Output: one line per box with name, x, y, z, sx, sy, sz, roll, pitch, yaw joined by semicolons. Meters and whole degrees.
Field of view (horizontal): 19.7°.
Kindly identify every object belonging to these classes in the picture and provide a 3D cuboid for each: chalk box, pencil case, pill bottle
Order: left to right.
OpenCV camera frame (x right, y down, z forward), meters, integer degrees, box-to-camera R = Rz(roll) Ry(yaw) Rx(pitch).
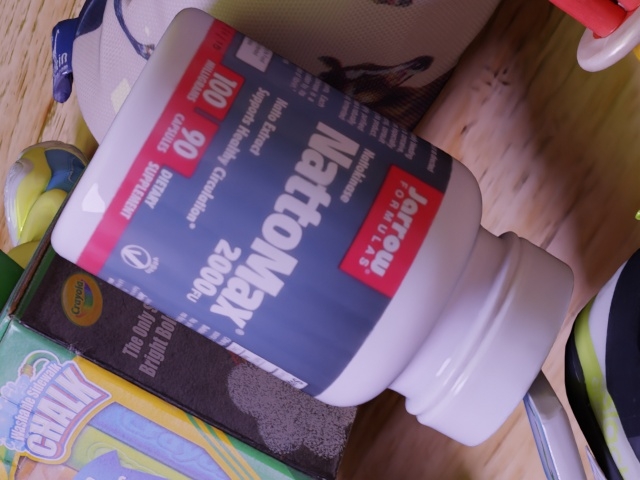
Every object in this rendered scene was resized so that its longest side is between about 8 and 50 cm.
chalk box;-0.099;0.064;0.869;0.132;0.213;0.132;-56;8;37
pill bottle;0.000;0.000;0.700;0.108;0.180;0.108;-59;7;11
pencil case;0.021;-0.182;0.727;0.183;0.160;0.410;58;140;25

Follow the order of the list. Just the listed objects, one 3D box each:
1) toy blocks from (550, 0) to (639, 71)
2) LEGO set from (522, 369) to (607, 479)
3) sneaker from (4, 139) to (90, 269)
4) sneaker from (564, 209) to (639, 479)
toy blocks;0.110;-0.104;0.614;0.123;0.148;0.054;-32;25;55
LEGO set;0.096;0.159;0.621;0.244;0.060;0.182;-101;-6;-79
sneaker;-0.118;0.008;1.064;0.240;0.126;0.091;-96;-6;-58
sneaker;0.157;0.082;0.624;0.235;0.084;0.097;58;139;35
